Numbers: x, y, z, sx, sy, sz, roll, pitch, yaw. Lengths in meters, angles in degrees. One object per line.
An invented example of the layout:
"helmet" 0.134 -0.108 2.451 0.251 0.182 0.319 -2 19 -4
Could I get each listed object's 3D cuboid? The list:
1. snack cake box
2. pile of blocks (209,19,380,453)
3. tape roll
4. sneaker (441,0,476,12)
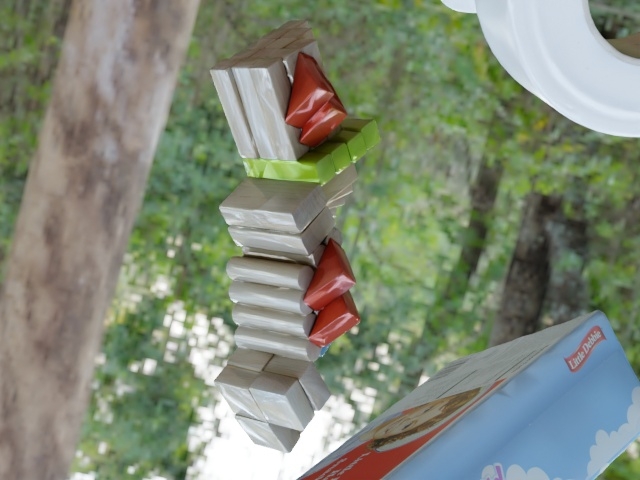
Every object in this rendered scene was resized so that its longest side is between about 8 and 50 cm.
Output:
"snack cake box" 0.081 0.152 0.888 0.264 0.089 0.152 -30 -177 -42
"pile of blocks" 0.000 0.000 1.143 0.112 0.362 0.149 8 -169 41
"tape roll" 0.286 -0.239 1.237 0.286 0.286 0.100 12 -163 -18
"sneaker" 0.211 -0.372 1.578 0.090 0.232 0.115 19 150 16
